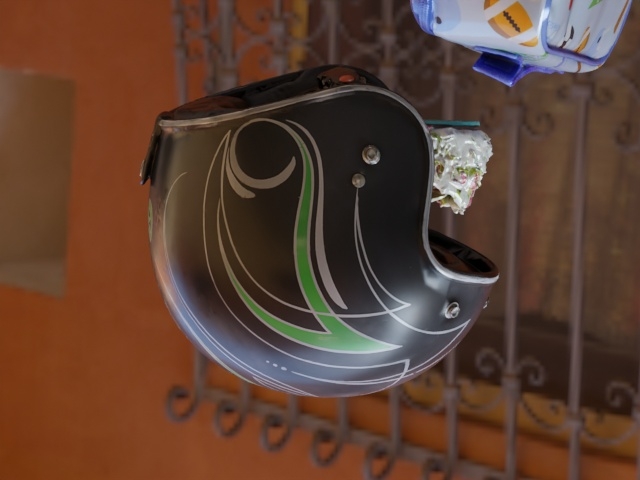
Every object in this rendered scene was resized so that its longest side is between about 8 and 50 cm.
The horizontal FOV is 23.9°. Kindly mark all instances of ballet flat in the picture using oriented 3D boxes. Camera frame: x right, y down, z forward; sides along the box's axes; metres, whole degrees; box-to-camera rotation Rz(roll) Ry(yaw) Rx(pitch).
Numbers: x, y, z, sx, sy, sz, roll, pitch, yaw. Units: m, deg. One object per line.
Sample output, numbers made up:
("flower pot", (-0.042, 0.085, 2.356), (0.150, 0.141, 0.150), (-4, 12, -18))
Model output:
("ballet flat", (0.014, -0.058, 1.123), (0.241, 0.077, 0.091), (3, -177, -12))

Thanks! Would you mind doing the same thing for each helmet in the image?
("helmet", (0.000, 0.000, 0.762), (0.169, 0.161, 0.169), (-12, -168, 3))

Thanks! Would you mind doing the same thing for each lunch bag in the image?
("lunch bag", (0.150, -0.223, 0.996), (0.115, 0.243, 0.303), (17, -171, 19))
